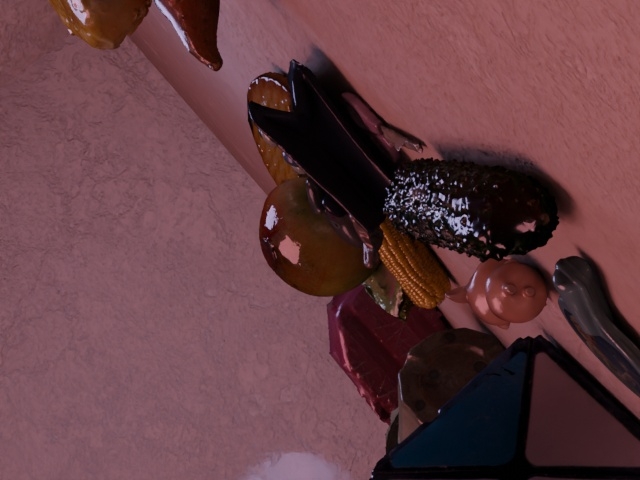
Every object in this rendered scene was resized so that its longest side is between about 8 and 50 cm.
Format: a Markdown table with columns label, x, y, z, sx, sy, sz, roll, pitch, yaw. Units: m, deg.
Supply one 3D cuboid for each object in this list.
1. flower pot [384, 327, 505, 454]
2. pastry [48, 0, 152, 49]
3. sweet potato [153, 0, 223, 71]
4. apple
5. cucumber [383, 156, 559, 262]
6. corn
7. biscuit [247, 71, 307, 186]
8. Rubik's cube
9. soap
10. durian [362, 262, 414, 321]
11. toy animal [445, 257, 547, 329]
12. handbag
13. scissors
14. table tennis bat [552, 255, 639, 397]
| label | x | y | z | sx | sy | sz | roll | pitch | yaw |
| --- | --- | --- | --- | --- | --- | --- | --- | --- | --- |
| flower pot | 0.223 | 0.287 | 2.085 | 0.290 | 0.290 | 0.259 | 48 | 164 | 34 |
| pastry | -0.409 | -0.504 | 2.307 | 0.284 | 0.184 | 0.316 | 29 | 150 | 58 |
| sweet potato | -0.189 | -0.372 | 1.679 | 0.112 | 0.112 | 0.359 | 63 | -176 | -71 |
| apple | 0.000 | 0.000 | 2.050 | 0.207 | 0.174 | 0.188 | 20 | 134 | 0 |
| cucumber | 0.141 | -0.029 | 1.264 | 0.096 | 0.096 | 0.359 | 51 | 176 | -10 |
| corn | 0.125 | 0.018 | 1.964 | 0.203 | 0.072 | 0.072 | 52 | 175 | -17 |
| biscuit | -0.059 | -0.178 | 2.052 | 0.176 | 0.031 | 0.228 | 58 | 156 | 3 |
| Rubik's cube | 0.281 | 0.357 | 1.625 | 0.307 | 0.310 | 0.305 | 45 | 174 | 38 |
| soap | 0.135 | 0.199 | 2.422 | 0.325 | 0.220 | 0.127 | 51 | 171 | -18 |
| durian | 0.108 | 0.034 | 2.135 | 0.220 | 0.095 | 0.137 | 37 | 122 | 45 |
| toy animal | 0.203 | 0.058 | 1.441 | 0.083 | 0.089 | 0.150 | 54 | 167 | 2 |
| handbag | 0.015 | -0.100 | 1.750 | 0.269 | 0.118 | 0.326 | 48 | -177 | -2 |
| scissors | 0.081 | -0.124 | 1.556 | 0.110 | 0.021 | 0.212 | 50 | 178 | -20 |
| table tennis bat | 0.276 | 0.089 | 1.270 | 0.149 | 0.038 | 0.237 | 48 | 178 | 41 |
